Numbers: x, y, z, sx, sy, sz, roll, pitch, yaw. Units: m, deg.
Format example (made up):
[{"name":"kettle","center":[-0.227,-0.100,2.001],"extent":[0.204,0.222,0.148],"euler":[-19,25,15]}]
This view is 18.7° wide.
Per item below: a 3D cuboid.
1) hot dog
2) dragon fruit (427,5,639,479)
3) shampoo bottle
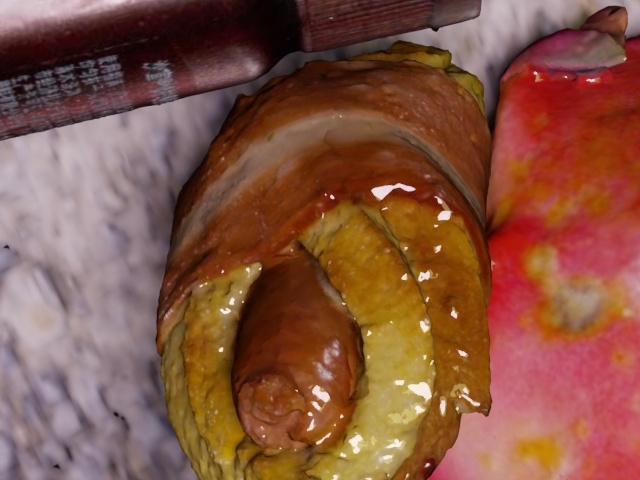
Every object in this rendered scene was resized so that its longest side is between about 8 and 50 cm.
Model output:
[{"name":"hot dog","center":[-0.001,-0.005,0.668],"extent":[0.123,0.261,0.093],"euler":[-36,114,21]},{"name":"dragon fruit","center":[0.205,0.097,0.768],"extent":[0.371,0.249,0.386],"euler":[-35,114,-14]},{"name":"shampoo bottle","center":[-0.113,-0.072,0.626],"extent":[0.323,0.129,0.084],"euler":[-14,83,-2]}]
